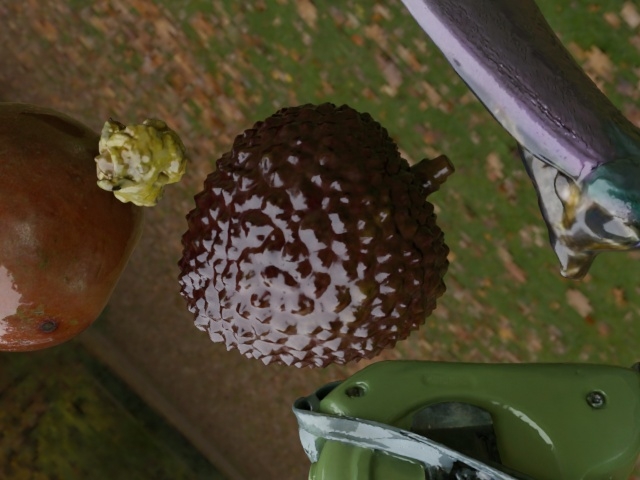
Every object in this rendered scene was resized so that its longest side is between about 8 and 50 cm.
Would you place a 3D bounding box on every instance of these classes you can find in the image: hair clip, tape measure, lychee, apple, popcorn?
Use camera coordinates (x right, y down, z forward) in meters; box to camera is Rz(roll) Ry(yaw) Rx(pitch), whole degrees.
[{"bbox_3d":[0.096,-0.134,0.727,0.095,0.110,0.358,92,153,-72],"label":"hair clip"},{"bbox_3d":[0.080,0.139,0.665,0.200,0.175,0.106,5,140,0],"label":"tape measure"},{"bbox_3d":[0.000,0.000,1.222,0.275,0.304,0.276,60,-171,-17],"label":"lychee"},{"bbox_3d":[-0.300,-0.010,1.237,0.253,0.253,0.253,42,167,12],"label":"apple"},{"bbox_3d":[-0.162,-0.076,1.055,0.084,0.084,0.084,42,167,12],"label":"popcorn"}]
